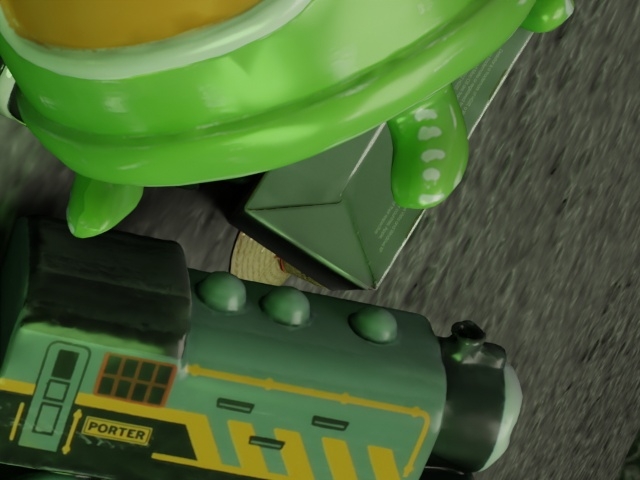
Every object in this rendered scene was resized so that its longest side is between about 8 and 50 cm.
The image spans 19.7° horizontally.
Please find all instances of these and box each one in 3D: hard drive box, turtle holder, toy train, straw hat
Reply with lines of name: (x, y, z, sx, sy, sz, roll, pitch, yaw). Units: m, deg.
hard drive box: (0.030, -0.065, 1.129, 0.181, 0.089, 0.232, -58, -177, -5)
turtle holder: (-0.015, -0.168, 0.781, 0.320, 0.243, 0.227, -41, 124, -34)
toy train: (-0.052, 0.103, 1.015, 0.142, 0.334, 0.190, -103, -150, -57)
straw hat: (0.000, 0.000, 1.310, 0.144, 0.061, 0.144, -47, 157, -27)

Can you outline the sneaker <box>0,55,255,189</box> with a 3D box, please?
sneaker: (-0.085, -0.076, 0.949, 0.084, 0.097, 0.234, -62, 160, 6)
